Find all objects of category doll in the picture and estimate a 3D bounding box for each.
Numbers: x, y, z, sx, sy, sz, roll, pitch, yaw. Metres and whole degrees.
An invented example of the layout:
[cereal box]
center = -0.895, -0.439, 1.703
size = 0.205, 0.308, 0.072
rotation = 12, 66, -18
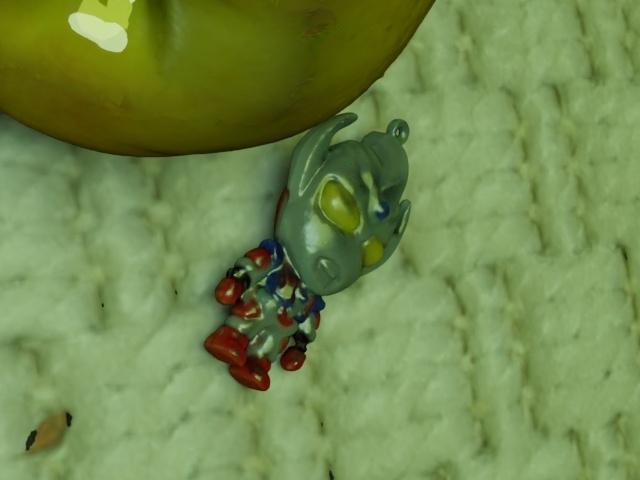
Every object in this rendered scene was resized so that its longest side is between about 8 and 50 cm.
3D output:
[doll]
center = 0.000, -0.001, 0.785
size = 0.104, 0.062, 0.195
rotation = 43, 67, -20

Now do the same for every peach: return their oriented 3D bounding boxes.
[peach]
center = -0.059, -0.185, 0.654
size = 0.289, 0.289, 0.308
rotation = 51, 30, -17
